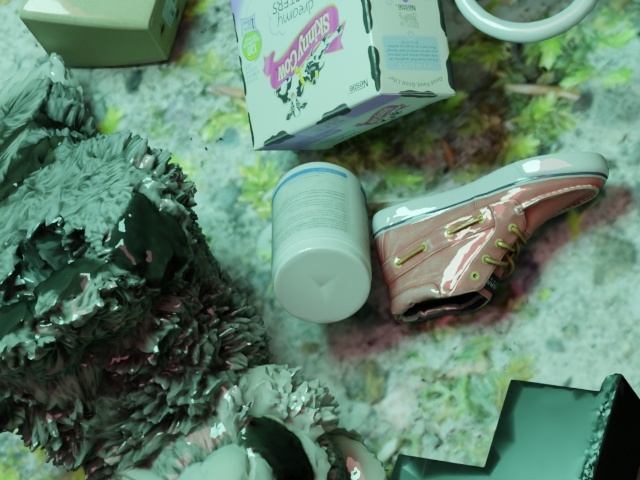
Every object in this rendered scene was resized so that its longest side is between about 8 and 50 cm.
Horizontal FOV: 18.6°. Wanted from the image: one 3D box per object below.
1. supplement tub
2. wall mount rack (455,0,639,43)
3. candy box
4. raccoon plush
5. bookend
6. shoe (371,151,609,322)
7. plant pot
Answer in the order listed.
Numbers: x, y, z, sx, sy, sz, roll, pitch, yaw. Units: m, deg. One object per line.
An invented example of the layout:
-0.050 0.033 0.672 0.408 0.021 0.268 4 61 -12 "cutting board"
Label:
0.000 0.000 1.379 0.071 0.071 0.107 -19 34 13 "supplement tub"
0.122 -0.287 1.432 0.304 0.130 0.350 2 72 17 "wall mount rack"
0.008 -0.176 1.393 0.165 0.070 0.196 -20 76 53 "candy box"
-0.095 0.052 1.401 0.216 0.299 0.446 -32 31 23 "raccoon plush"
0.120 0.165 1.299 0.157 0.072 0.156 5 64 30 "bookend"
0.123 0.000 1.364 0.178 0.063 0.081 -18 68 19 "shoe"
-0.159 -0.194 1.514 0.096 0.109 0.109 13 76 12 "plant pot"
